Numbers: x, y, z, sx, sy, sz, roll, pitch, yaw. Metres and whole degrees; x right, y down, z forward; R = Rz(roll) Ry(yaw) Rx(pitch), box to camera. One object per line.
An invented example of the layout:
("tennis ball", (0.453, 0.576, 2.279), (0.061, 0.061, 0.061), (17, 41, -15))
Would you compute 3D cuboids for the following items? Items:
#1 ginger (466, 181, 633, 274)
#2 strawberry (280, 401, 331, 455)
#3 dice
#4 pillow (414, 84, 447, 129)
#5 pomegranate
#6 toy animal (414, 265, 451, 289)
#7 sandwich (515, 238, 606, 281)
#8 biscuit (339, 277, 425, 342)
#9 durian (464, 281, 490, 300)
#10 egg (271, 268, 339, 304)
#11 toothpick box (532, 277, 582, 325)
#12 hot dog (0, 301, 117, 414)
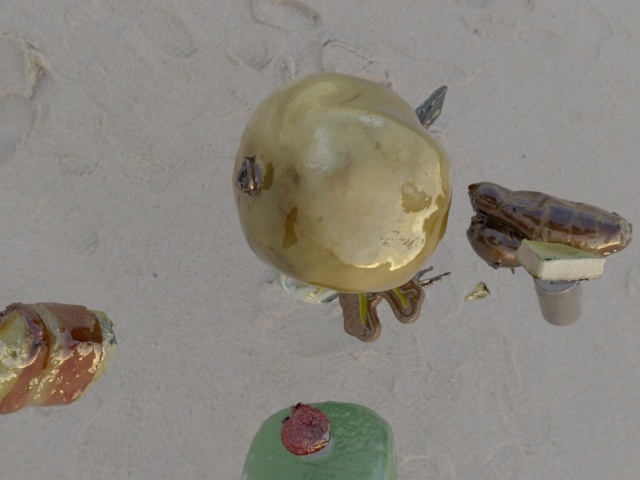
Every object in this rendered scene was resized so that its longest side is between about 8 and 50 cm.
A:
("ginger", (0.591, -0.013, 1.420), (0.419, 0.176, 0.254), (10, 118, 14))
("strawberry", (-0.027, 0.375, 1.037), (0.106, 0.106, 0.106), (3, 80, -20))
("dice", (0.011, 0.586, 1.199), (0.323, 0.318, 0.330), (-1, 115, 11))
("pillow", (0.275, -0.331, 1.548), (0.255, 0.189, 0.034), (-45, 75, -5))
("pomegranate", (0.023, -0.073, 0.771), (0.333, 0.332, 0.332), (3, 80, -20))
("toy animal", (0.236, 0.113, 1.385), (0.220, 0.086, 0.069), (-19, 88, 19))
("sandwich", (0.480, 0.038, 1.136), (0.193, 0.162, 0.058), (0, 104, -28))
("biscuit", (0.095, 0.053, 1.083), (0.186, 0.044, 0.295), (-29, 58, 12))
("durian", (0.531, 0.180, 1.775), (0.066, 0.130, 0.052), (-38, 79, -24))
("egg", (0.000, 0.000, 1.461), (0.278, 0.278, 0.336), (24, 40, -15))
("toothpick box", (0.623, 0.136, 1.387), (0.111, 0.111, 0.180), (-53, 137, -19))
("hot dog", (-0.332, 0.129, 0.595), (0.103, 0.213, 0.146), (42, 94, 27))
